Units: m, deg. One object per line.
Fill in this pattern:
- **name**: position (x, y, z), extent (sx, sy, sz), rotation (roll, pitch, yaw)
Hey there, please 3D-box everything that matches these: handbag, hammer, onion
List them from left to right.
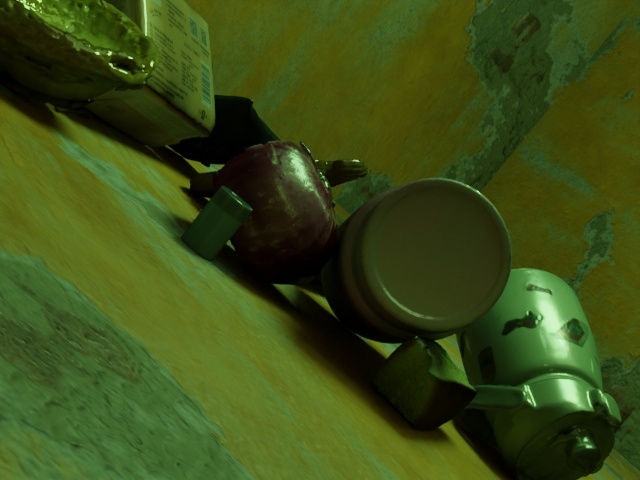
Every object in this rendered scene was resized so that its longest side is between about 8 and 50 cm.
- **hammer**: position (-0.361, -0.187, 1.700), extent (0.029, 0.014, 0.123), rotation (29, 7, 5)
- **handbag**: position (-0.186, -0.193, 2.078), extent (0.254, 0.089, 0.211), rotation (4, -25, 27)
- **onion**: position (-0.056, -0.029, 1.599), extent (0.200, 0.200, 0.207), rotation (39, -31, 4)

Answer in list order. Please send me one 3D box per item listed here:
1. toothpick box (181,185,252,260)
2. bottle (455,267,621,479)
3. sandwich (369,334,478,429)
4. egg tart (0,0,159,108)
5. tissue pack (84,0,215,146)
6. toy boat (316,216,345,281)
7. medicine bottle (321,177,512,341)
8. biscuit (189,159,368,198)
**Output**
- **toothpick box**: position (-0.130, -0.022, 1.480), extent (0.052, 0.083, 0.052), rotation (39, 5, -4)
- **bottle**: position (0.323, 0.229, 1.757), extent (0.229, 0.229, 0.352), rotation (36, 26, -27)
- **sandwich**: position (0.136, 0.186, 1.524), extent (0.094, 0.096, 0.258), rotation (48, 6, 20)
- **egg tart**: position (-0.361, -0.267, 1.570), extent (0.294, 0.123, 0.294), rotation (28, 21, -11)
- **tissue pack**: position (-0.319, -0.286, 1.859), extent (0.238, 0.238, 0.305), rotation (41, 2, 18)
- **toy boat**: position (0.000, 0.000, 1.985), extent (0.162, 0.136, 0.445), rotation (29, 2, 23)
- **medicine bottle**: position (0.126, 0.037, 1.642), extent (0.219, 0.219, 0.388), rotation (39, -7, -2)
- **biscuit**: position (-0.066, -0.093, 1.863), extent (0.290, 0.041, 0.208), rotation (-5, -5, 18)
